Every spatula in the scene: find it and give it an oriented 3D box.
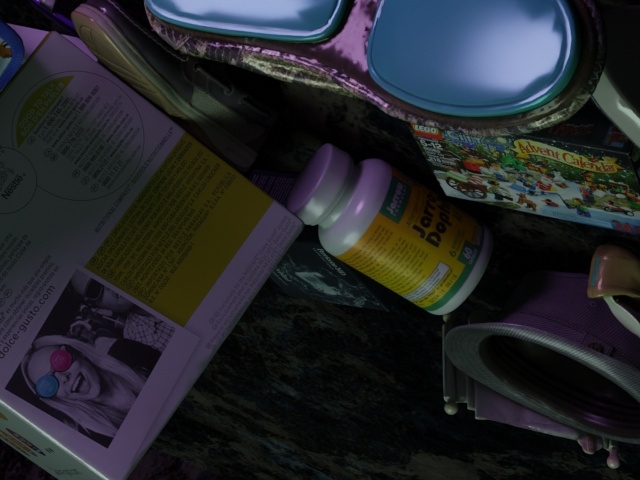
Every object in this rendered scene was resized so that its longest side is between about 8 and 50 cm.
[{"bbox_3d":[-0.270,-0.270,1.717,0.084,0.030,0.296,34,160,8],"label":"spatula"}]

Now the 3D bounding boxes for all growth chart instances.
[{"bbox_3d":[0.252,0.169,2.043,0.237,0.172,0.021,17,138,-3],"label":"growth chart"}]

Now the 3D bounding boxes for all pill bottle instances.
[{"bbox_3d":[0.072,-0.016,1.841,0.208,0.117,0.117,31,159,-17],"label":"pill bottle"}]

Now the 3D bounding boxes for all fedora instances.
[{"bbox_3d":[0.289,0.116,1.909,0.275,0.124,0.243,22,159,16],"label":"fedora"}]

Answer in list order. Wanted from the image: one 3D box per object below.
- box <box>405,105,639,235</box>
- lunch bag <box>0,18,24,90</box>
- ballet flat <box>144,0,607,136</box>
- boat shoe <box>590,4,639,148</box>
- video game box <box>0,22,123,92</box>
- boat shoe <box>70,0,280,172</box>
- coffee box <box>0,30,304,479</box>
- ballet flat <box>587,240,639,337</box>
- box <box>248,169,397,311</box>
[{"bbox_3d":[0.208,-0.078,1.635,0.233,0.044,0.159,13,157,29],"label":"box"},{"bbox_3d":[-0.460,-0.142,1.621,0.239,0.328,0.385,41,178,-15],"label":"lunch bag"},{"bbox_3d":[0.064,-0.179,1.433,0.483,0.164,0.182,16,178,38],"label":"ballet flat"},{"bbox_3d":[0.316,-0.063,1.424,0.340,0.127,0.158,31,151,-20],"label":"boat shoe"},{"bbox_3d":[-0.301,-0.177,1.968,0.205,0.048,0.187,14,160,27],"label":"video game box"},{"bbox_3d":[-0.140,-0.173,1.730,0.103,0.092,0.285,32,173,45],"label":"boat shoe"},{"bbox_3d":[-0.278,0.035,1.821,0.334,0.338,0.337,37,163,-9],"label":"coffee box"},{"bbox_3d":[0.371,0.085,1.816,0.232,0.073,0.080,32,159,-19],"label":"ballet flat"},{"bbox_3d":[0.000,0.000,2.000,0.158,0.093,0.156,6,153,39],"label":"box"}]
